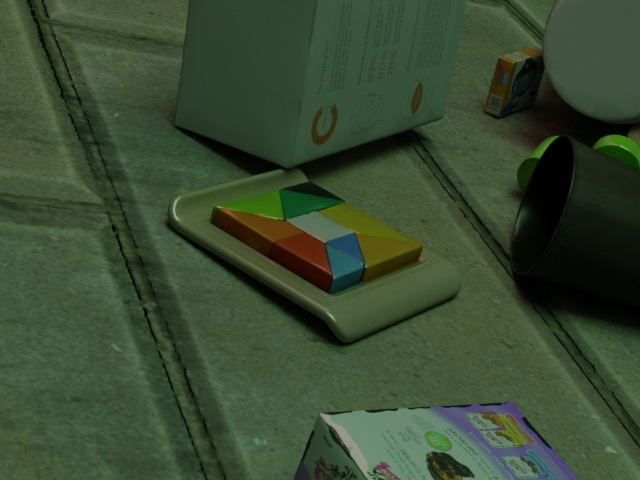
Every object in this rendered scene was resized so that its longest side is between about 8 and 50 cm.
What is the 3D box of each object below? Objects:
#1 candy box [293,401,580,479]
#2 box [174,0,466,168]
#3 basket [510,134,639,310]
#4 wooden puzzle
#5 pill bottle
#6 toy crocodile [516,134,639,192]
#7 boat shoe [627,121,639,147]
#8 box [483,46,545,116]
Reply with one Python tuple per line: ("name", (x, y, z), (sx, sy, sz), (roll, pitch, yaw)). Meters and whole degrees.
("candy box", (0.104, 0.203, 1.073), (0.196, 0.070, 0.165), (2, 32, -33))
("box", (0.011, -0.237, 1.642), (0.168, 0.215, 0.345), (21, 24, 28))
("basket", (0.343, 0.001, 1.531), (0.227, 0.154, 0.204), (21, 23, -5))
("wooden puzzle", (0.000, 0.000, 1.408), (0.239, 0.044, 0.221), (35, 30, 26))
("pill bottle", (0.436, -0.283, 1.974), (0.224, 0.224, 0.392), (26, 18, 12))
("toy crocodile", (0.398, -0.028, 1.680), (0.341, 0.105, 0.115), (25, 46, 5))
("boat shoe", (0.500, -0.047, 1.783), (0.103, 0.092, 0.285), (-36, 59, -28))
("box", (0.279, -0.224, 1.971), (0.028, 0.081, 0.136), (26, 27, 28))
